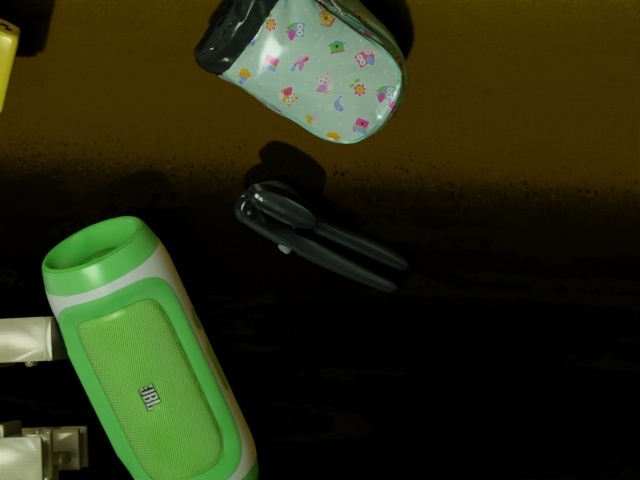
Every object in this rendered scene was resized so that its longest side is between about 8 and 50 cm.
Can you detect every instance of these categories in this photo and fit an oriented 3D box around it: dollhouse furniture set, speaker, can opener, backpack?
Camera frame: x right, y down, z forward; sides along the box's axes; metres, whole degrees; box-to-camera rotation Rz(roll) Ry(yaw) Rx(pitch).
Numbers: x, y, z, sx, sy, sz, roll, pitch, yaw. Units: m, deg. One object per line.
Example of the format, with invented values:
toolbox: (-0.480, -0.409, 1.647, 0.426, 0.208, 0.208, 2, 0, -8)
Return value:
dollhouse furniture set: (-0.331, 0.199, 1.882, 0.161, 0.212, 0.242, -2, 88, 5)
speaker: (-0.166, 0.129, 1.875, 0.131, 0.131, 0.296, -18, 112, 13)
can opener: (0.000, 0.000, 1.838, 0.186, 0.073, 0.059, 31, 106, -19)
backpack: (-0.008, -0.166, 1.731, 0.182, 0.115, 0.152, 33, 111, -13)

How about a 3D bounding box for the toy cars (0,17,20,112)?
toy cars: (-0.456, -0.157, 1.797, 0.393, 0.087, 0.176, -20, 104, 17)
